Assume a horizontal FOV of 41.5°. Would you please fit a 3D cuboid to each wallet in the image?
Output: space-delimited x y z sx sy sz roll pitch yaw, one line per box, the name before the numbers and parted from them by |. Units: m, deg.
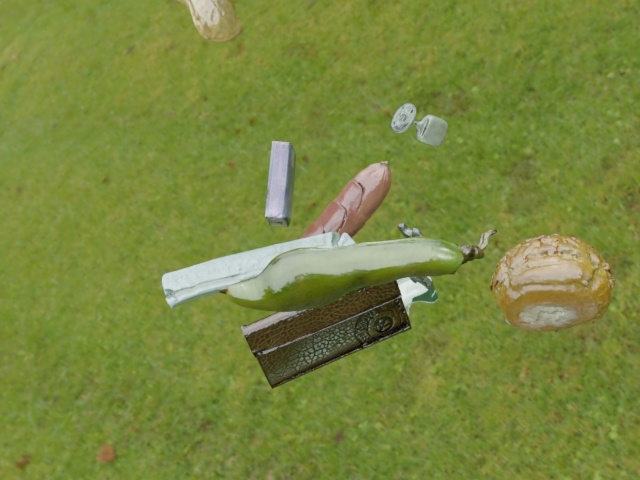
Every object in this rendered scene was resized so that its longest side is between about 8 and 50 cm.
wallet | 0.014 0.136 1.288 0.243 0.133 0.039 -23 33 -3

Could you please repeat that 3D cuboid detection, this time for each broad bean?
broad bean | 0.040 0.035 0.957 0.325 0.075 0.067 -9 73 12

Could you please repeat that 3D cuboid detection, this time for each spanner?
spanner | 0.178 0.032 1.574 0.054 0.254 0.015 32 74 24

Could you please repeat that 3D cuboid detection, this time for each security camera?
security camera | 0.171 -0.190 1.419 0.058 0.092 0.058 -31 47 41

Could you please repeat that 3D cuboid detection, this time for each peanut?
peanut | -0.188 -0.392 1.308 0.093 0.194 0.083 -20 -12 -39

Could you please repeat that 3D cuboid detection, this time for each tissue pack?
tissue pack | -0.080 -0.111 1.696 0.051 0.112 0.156 4 82 3

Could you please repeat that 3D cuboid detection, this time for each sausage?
sausage | 0.001 0.000 1.720 0.433 0.088 0.088 -46 31 20

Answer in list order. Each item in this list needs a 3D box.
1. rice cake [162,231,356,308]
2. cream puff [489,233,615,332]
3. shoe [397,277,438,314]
rice cake | -0.104 0.045 1.444 0.336 0.063 0.066 -16 -6 -3
cream puff | 0.313 0.053 1.145 0.165 0.150 0.115 3 59 12
shoe | 0.133 0.138 1.815 0.265 0.110 0.095 -34 2 33
